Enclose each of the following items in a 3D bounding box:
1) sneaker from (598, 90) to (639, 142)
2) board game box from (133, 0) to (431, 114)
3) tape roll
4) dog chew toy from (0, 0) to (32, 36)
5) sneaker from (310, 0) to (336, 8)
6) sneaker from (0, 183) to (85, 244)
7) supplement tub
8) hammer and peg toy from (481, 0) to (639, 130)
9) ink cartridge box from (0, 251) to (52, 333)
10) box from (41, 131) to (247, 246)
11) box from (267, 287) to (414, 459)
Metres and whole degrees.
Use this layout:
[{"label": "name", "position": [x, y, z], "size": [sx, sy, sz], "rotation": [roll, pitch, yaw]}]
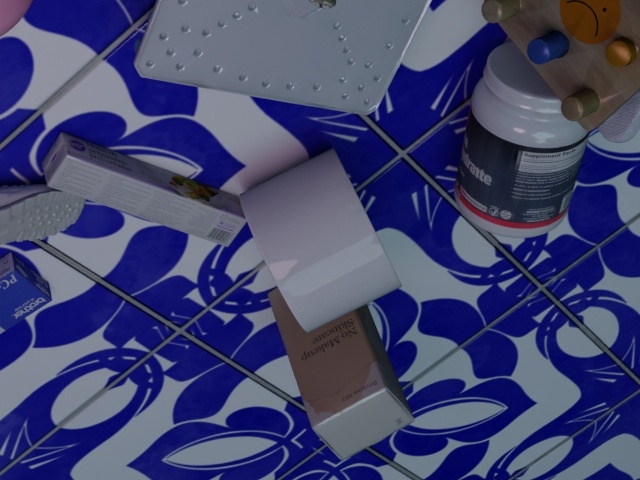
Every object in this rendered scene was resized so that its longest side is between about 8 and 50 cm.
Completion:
[{"label": "sneaker", "position": [0.521, -0.271, 1.820], "size": [0.153, 0.101, 0.269], "rotation": [16, 87, -43]}, {"label": "board game box", "position": [-0.014, -0.364, 1.530], "size": [0.389, 0.050, 0.390], "rotation": [6, 125, -33]}, {"label": "tape roll", "position": [0.000, 0.000, 1.815], "size": [0.169, 0.246, 0.246], "rotation": [-26, 135, 2]}, {"label": "dog chew toy", "position": [-0.428, -0.393, 1.324], "size": [0.206, 0.207, 0.332], "rotation": [-5, 124, -18]}, {"label": "sneaker", "position": [0.119, -0.388, 1.415], "size": [0.410, 0.182, 0.158], "rotation": [-31, 137, -3]}, {"label": "sneaker", "position": [-0.458, -0.050, 1.705], "size": [0.235, 0.095, 0.090], "rotation": [-15, 133, -37]}, {"label": "supplement tub", "position": [0.322, -0.157, 1.837], "size": [0.191, 0.191, 0.272], "rotation": [-8, 133, -15]}, {"label": "hammer and peg toy", "position": [0.342, -0.358, 1.620], "size": [0.127, 0.361, 0.266], "rotation": [-27, 166, -43]}, {"label": "ink cartridge box", "position": [-0.538, 0.110, 1.839], "size": [0.207, 0.046, 0.097], "rotation": [-32, 135, 9]}, {"label": "box", "position": [-0.261, -0.074, 1.769], "size": [0.324, 0.063, 0.067], "rotation": [19, 120, -34]}, {"label": "box", "position": [0.030, 0.193, 1.957], "size": [0.148, 0.311, 0.121], "rotation": [-31, 135, 7]}]
